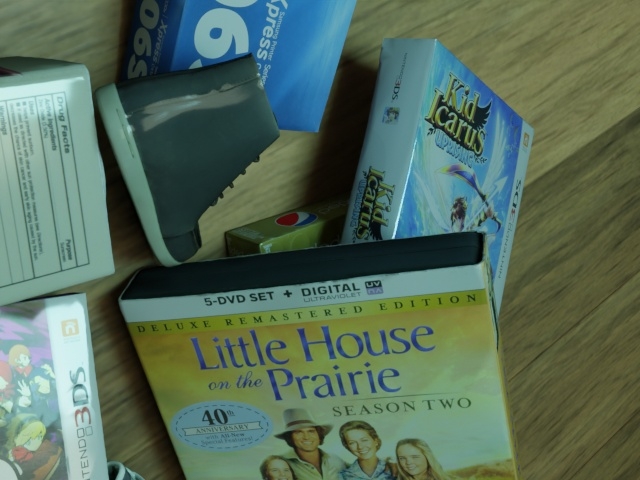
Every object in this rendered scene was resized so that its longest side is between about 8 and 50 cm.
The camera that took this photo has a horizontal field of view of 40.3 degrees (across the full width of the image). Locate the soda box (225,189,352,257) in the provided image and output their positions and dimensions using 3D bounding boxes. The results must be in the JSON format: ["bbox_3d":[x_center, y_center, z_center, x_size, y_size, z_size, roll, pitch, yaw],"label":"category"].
[{"bbox_3d":[0.000,0.000,0.849,0.181,0.058,0.061,-20,114,-34],"label":"soda box"}]

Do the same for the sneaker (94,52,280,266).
[{"bbox_3d":[-0.086,-0.052,0.670,0.118,0.083,0.222,-17,158,-7],"label":"sneaker"}]

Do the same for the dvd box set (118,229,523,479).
[{"bbox_3d":[0.026,0.200,0.792,0.062,0.308,0.420,-71,152,-59],"label":"dvd box set"}]

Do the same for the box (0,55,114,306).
[{"bbox_3d":[-0.272,-0.031,0.564,0.232,0.127,0.148,-17,113,-36],"label":"box"}]

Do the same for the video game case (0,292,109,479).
[{"bbox_3d":[-0.272,0.156,0.628,0.232,0.042,0.210,-7,90,-33],"label":"video game case"}]

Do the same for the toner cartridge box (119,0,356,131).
[{"bbox_3d":[-0.036,-0.261,0.676,0.165,0.075,0.347,-4,119,-42],"label":"toner cartridge box"}]

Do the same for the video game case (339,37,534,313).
[{"bbox_3d":[0.125,-0.039,0.875,0.270,0.061,0.244,20,80,-56],"label":"video game case"}]

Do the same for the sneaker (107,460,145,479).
[{"bbox_3d":[-0.172,0.260,0.769,0.094,0.090,0.235,-53,132,-27],"label":"sneaker"}]
